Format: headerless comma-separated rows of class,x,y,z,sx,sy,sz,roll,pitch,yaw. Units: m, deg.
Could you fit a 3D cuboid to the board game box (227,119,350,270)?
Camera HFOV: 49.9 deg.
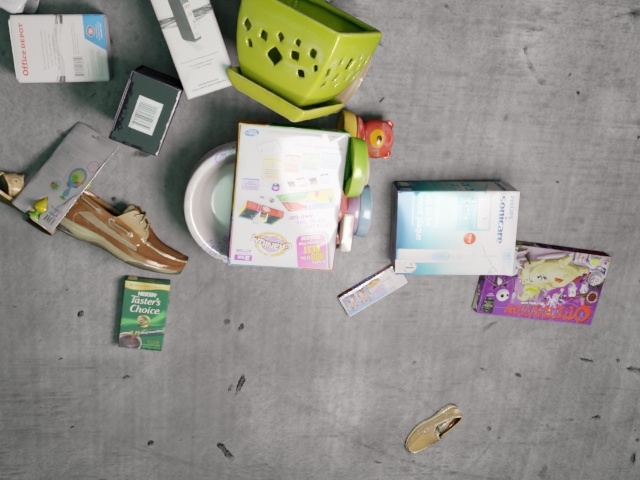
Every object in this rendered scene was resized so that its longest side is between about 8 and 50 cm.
board game box,-0.075,-0.096,1.519,0.242,0.064,0.316,4,106,-11

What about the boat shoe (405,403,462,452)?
boat shoe,0.321,0.541,1.940,0.190,0.072,0.068,-44,109,6

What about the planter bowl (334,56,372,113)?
planter bowl,0.028,-0.386,1.562,0.109,0.162,0.162,33,100,7

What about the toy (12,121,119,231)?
toy,-0.562,-0.138,1.541,0.137,0.056,0.237,31,75,21

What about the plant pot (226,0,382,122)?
plant pot,-0.042,-0.373,1.397,0.228,0.227,0.207,32,117,15

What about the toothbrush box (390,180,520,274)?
toothbrush box,0.327,-0.032,1.710,0.296,0.126,0.216,1,107,-1

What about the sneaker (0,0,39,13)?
sneaker,-0.560,-0.569,1.408,0.366,0.137,0.210,4,107,-6

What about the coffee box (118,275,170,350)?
coffee box,-0.440,0.182,1.714,0.113,0.040,0.184,9,106,-12

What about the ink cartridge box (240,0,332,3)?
ink cartridge box,-0.101,-0.603,1.496,0.193,0.088,0.234,-22,111,-3

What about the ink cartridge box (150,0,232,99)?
ink cartridge box,-0.276,-0.455,1.455,0.114,0.197,0.272,-19,109,-3

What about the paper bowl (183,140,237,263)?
paper bowl,-0.177,-0.094,1.614,0.284,0.148,0.284,-3,108,-8

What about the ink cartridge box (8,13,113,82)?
ink cartridge box,-0.554,-0.414,1.482,0.191,0.082,0.139,-3,108,-7

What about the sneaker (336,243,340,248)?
sneaker,0.000,0.000,1.722,0.119,0.057,0.047,15,102,-15

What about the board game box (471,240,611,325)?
board game box,0.600,0.114,1.867,0.347,0.056,0.208,6,110,-12

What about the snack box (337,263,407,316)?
snack box,0.137,0.128,1.804,0.178,0.022,0.064,-31,111,1

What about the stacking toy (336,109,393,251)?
stacking toy,0.106,-0.127,1.586,0.130,0.279,0.309,4,111,-9

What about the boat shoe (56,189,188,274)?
boat shoe,-0.456,-0.025,1.605,0.324,0.122,0.120,26,95,-16

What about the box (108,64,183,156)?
box,-0.371,-0.285,1.488,0.108,0.207,0.153,20,102,-15

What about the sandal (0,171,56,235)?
sandal,-0.694,-0.113,1.573,0.240,0.088,0.079,42,65,-26
